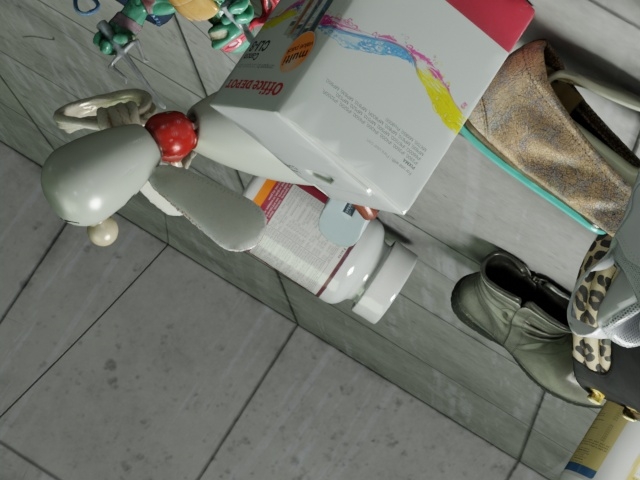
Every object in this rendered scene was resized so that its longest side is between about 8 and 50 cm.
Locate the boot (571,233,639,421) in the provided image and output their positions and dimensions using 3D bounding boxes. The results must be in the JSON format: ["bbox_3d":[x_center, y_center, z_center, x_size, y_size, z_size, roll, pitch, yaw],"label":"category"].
[{"bbox_3d":[0.344,0.173,1.621,0.284,0.138,0.377,39,153,49],"label":"boot"}]

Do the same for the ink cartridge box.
[{"bbox_3d":[0.035,-0.126,1.377,0.127,0.176,0.128,36,170,-23],"label":"ink cartridge box"}]

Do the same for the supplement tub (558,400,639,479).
[{"bbox_3d":[0.352,0.210,2.015,0.144,0.200,0.144,33,171,6],"label":"supplement tub"}]

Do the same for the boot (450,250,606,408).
[{"bbox_3d":[0.262,0.106,2.178,0.246,0.083,0.161,32,166,-5],"label":"boot"}]

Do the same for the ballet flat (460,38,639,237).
[{"bbox_3d":[0.242,-0.027,1.389,0.316,0.106,0.107,39,-162,1],"label":"ballet flat"}]

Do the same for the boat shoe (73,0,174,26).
[{"bbox_3d":[-0.246,-0.275,1.835,0.258,0.089,0.109,37,170,-29],"label":"boat shoe"}]

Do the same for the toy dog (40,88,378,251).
[{"bbox_3d":[-0.066,-0.059,1.704,0.220,0.333,0.161,-108,4,-72],"label":"toy dog"}]

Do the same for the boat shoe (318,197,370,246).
[{"bbox_3d":[0.053,-0.072,2.006,0.065,0.083,0.183,33,144,-3],"label":"boat shoe"}]

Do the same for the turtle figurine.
[{"bbox_3d":[-0.124,-0.215,1.632,0.175,0.118,0.234,-24,114,40],"label":"turtle figurine"}]

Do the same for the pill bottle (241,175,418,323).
[{"bbox_3d":[0.000,0.000,2.363,0.221,0.121,0.121,33,171,-2],"label":"pill bottle"}]

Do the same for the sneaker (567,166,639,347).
[{"bbox_3d":[0.330,0.043,1.157,0.366,0.210,0.137,29,171,23],"label":"sneaker"}]
